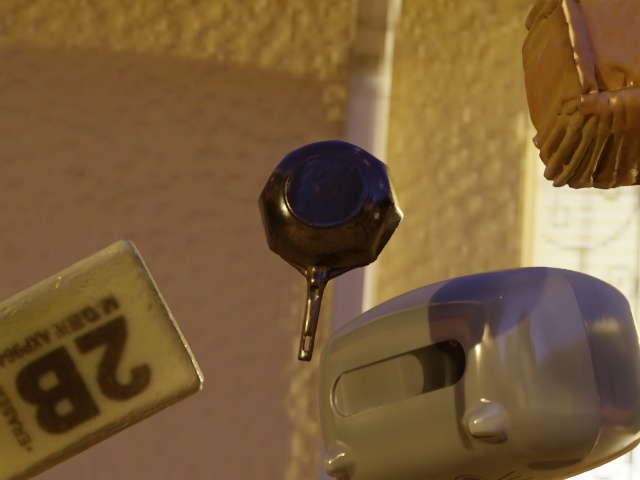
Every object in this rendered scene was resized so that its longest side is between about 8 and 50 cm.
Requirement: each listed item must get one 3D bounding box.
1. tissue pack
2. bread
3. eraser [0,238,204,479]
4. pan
[{"bbox_3d":[0.151,0.155,1.897,0.236,0.229,0.333,4,-19,-44],"label":"tissue pack"},{"bbox_3d":[0.280,-0.123,1.215,0.288,0.152,0.119,-8,-17,0],"label":"bread"},{"bbox_3d":[-0.177,0.087,1.225,0.172,0.117,0.058,-27,4,-5],"label":"eraser"},{"bbox_3d":[0.016,-0.003,1.662,0.128,0.202,0.048,-15,-22,0],"label":"pan"}]
